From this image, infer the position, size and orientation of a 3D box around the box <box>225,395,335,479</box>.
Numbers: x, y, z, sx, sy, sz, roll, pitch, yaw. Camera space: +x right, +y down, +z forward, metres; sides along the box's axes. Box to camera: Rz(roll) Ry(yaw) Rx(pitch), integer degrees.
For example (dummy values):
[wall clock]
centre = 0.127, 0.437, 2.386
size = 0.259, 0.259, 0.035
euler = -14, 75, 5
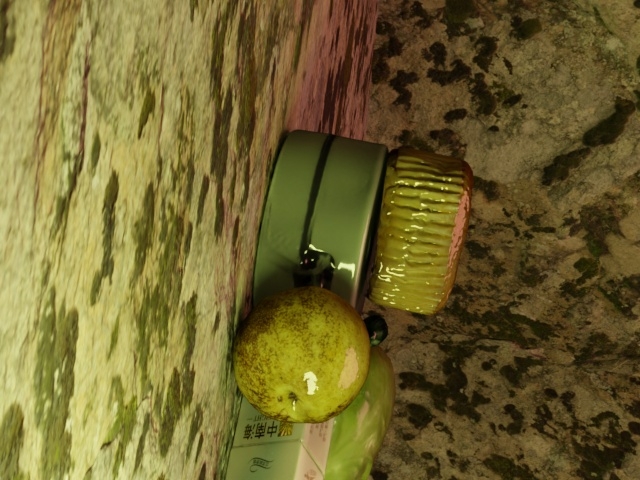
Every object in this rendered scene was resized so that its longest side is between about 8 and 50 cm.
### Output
[box]
centre = -0.052, 0.269, 1.728
size = 0.067, 0.155, 0.242
euler = 32, 56, -36

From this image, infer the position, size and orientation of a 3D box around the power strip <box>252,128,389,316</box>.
[power strip]
centre = 0.000, 0.000, 1.814
size = 0.357, 0.162, 0.357
euler = 11, 90, -84

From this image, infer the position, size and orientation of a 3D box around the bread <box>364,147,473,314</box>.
[bread]
centre = 0.155, -0.014, 1.802
size = 0.227, 0.143, 0.253
euler = -94, -168, -84

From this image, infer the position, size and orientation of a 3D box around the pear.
[pear]
centre = -0.024, 0.168, 1.590
size = 0.197, 0.197, 0.197
euler = 9, 90, -85

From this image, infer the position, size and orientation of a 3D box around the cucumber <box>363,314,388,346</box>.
[cucumber]
centre = 0.079, 0.146, 1.819
size = 0.105, 0.048, 0.048
euler = -9, 108, -80

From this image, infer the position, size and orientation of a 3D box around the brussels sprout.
[brussels sprout]
centre = 0.004, 0.287, 1.969
size = 0.328, 0.247, 0.328
euler = 25, 90, -83
